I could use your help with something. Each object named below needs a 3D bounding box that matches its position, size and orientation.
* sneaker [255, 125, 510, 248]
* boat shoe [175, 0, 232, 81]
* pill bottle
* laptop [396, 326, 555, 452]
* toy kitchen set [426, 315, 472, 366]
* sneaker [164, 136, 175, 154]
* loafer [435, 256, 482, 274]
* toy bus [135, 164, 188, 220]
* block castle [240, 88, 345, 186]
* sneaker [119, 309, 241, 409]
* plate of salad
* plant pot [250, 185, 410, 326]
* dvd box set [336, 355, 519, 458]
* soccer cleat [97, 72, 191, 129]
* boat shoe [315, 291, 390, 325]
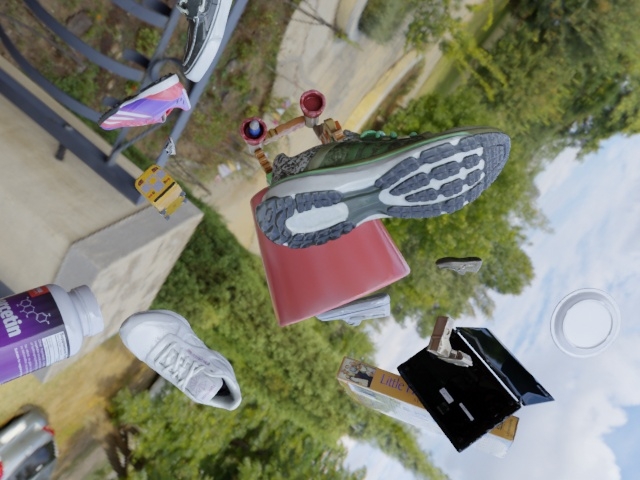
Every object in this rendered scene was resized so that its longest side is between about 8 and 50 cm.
[{"bbox_3d":[0.089,-0.132,0.909,0.409,0.182,0.158,-13,142,4],"label":"sneaker"},{"bbox_3d":[-0.174,-0.348,0.839,0.077,0.070,0.220,29,-77,58],"label":"boat shoe"},{"bbox_3d":[-0.672,0.210,1.285,0.322,0.182,0.182,-21,158,-37],"label":"pill bottle"},{"bbox_3d":[0.354,0.329,1.304,0.264,0.234,0.137,-34,142,-6],"label":"laptop"},{"bbox_3d":[0.269,0.199,1.111,0.068,0.083,0.075,-9,-124,61],"label":"toy kitchen set"},{"bbox_3d":[-0.536,-0.334,2.022,0.036,0.032,0.083,-6,145,-11],"label":"sneaker"},{"bbox_3d":[0.433,0.081,1.784,0.056,0.147,0.050,-83,172,-74],"label":"loafer"},{"bbox_3d":[-0.548,-0.161,1.976,0.108,0.130,0.332,-47,-174,-10],"label":"toy bus"},{"bbox_3d":[-0.029,-0.224,1.806,0.302,0.454,0.213,-27,171,-9],"label":"block castle"},{"bbox_3d":[-0.273,0.248,1.175,0.114,0.305,0.152,-50,-149,-4],"label":"sneaker"},{"bbox_3d":[0.722,0.225,1.559,0.200,0.199,0.048,-51,-172,5],"label":"plate of salad"},{"bbox_3d":[0.000,0.000,1.076,0.274,0.243,0.275,-23,176,-2],"label":"plant pot"},{"bbox_3d":[0.263,0.420,1.421,0.308,0.419,0.062,66,44,-60],"label":"dvd box set"},{"bbox_3d":[-0.537,-0.388,1.720,0.318,0.117,0.109,-21,-156,23],"label":"soccer cleat"},{"bbox_3d":[0.099,0.215,1.667,0.226,0.076,0.083,-11,-169,-2],"label":"boat shoe"}]
